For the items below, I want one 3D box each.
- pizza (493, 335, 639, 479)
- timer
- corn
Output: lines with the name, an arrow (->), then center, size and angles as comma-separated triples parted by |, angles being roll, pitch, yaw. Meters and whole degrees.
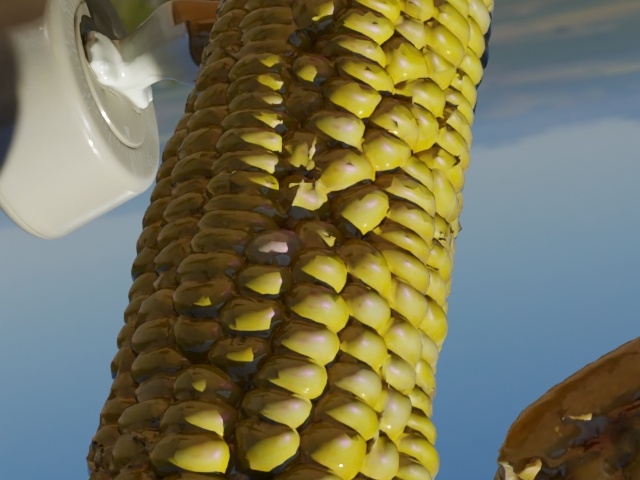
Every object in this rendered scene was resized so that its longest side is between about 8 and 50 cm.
pizza -> 0.155, 0.099, 0.525 | 0.188, 0.199, 0.062 | -19, 160, -4
timer -> -0.082, -0.121, 1.222 | 0.266, 0.175, 0.175 | -18, 180, 14
corn -> 0.000, 0.000, 0.563 | 0.101, 0.291, 0.101 | 10, 151, 6
